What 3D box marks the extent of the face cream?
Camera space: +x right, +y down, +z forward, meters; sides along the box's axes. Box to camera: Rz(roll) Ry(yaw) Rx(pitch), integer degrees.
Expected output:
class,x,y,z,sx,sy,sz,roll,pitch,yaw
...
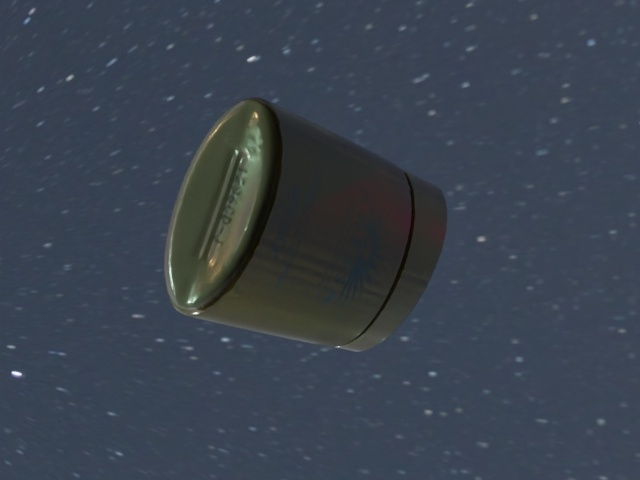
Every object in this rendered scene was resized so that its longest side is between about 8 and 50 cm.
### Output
class,x,y,z,sx,sy,sz,roll,pitch,yaw
face cream,0.000,0.000,1.089,0.067,0.285,0.139,21,-89,27
